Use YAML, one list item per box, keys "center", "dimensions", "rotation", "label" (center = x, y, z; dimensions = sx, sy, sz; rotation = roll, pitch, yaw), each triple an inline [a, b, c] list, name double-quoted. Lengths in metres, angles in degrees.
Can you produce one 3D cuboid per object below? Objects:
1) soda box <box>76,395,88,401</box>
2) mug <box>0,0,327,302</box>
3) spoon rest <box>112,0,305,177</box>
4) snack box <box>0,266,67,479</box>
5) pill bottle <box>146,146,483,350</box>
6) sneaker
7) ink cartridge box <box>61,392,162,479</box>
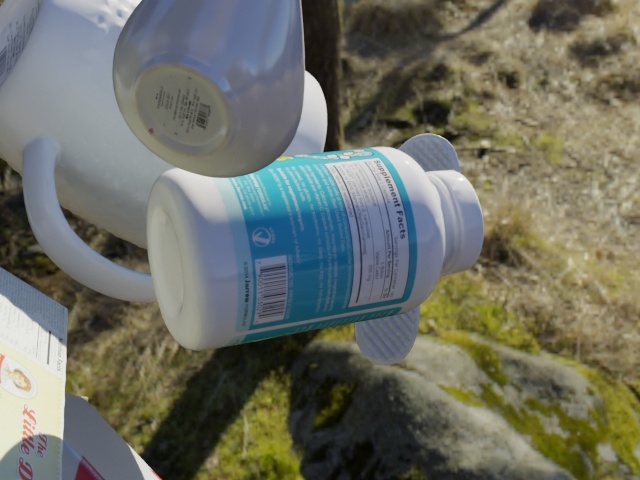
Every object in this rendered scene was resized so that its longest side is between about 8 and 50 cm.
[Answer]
- center: [-0.376, 0.213, 1.143]
  dimensions: [0.058, 0.061, 0.181]
  rotation: [-9, -18, 43]
  label: "soda box"
- center: [-0.203, -0.105, 1.026]
  dimensions: [0.276, 0.328, 0.374]
  rotation: [-31, 47, 37]
  label: "mug"
- center: [-0.057, -0.149, 0.598]
  dimensions: [0.137, 0.276, 0.084]
  rotation: [26, 44, 1]
  label: "spoon rest"
- center: [-0.282, 0.112, 0.703]
  dimensions: [0.060, 0.187, 0.322]
  rotation: [-43, 30, 13]
  label: "snack box"
- center: [0.000, 0.000, 0.781]
  dimensions: [0.264, 0.146, 0.146]
  rotation: [-8, 27, -24]
  label: "pill bottle"
- center: [0.099, 0.003, 1.180]
  dimensions: [0.102, 0.282, 0.161]
  rotation: [17, 7, 4]
  label: "sneaker"
- center: [-0.316, 0.374, 0.928]
  dimensions: [0.279, 0.160, 0.384]
  rotation: [38, 87, 23]
  label: "ink cartridge box"
